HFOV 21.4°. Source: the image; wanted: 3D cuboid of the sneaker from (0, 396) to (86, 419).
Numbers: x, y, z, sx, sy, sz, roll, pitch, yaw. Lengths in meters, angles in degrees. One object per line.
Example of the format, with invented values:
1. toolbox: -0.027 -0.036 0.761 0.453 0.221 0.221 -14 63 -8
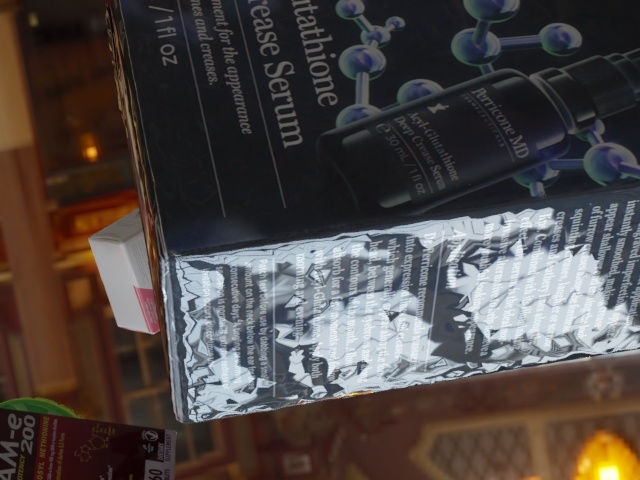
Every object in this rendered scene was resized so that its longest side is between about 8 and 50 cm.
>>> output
1. sneaker: -0.329 0.279 2.113 0.296 0.109 0.123 17 -157 28

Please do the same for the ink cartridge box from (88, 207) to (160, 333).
1. ink cartridge box: -0.225 0.020 2.558 0.092 0.158 0.218 6 -150 45

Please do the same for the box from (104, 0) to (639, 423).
1. box: 0.066 -0.075 1.173 0.396 0.293 0.212 -9 145 -8

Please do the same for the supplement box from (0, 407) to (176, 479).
1. supplement box: -0.271 0.246 1.722 0.239 0.073 0.130 8 -137 -11
